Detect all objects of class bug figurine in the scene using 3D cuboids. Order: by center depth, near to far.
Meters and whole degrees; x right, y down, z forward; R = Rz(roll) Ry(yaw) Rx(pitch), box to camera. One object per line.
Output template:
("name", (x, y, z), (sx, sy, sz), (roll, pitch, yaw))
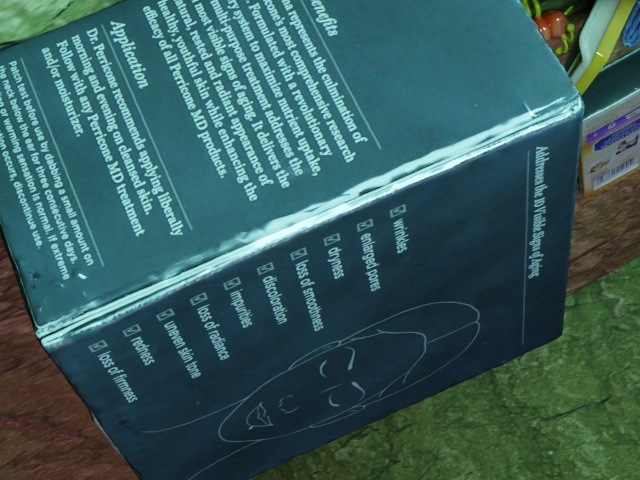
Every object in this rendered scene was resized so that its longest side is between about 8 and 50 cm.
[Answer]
("bug figurine", (0.212, -0.200, 1.778), (0.216, 0.072, 0.279), (-25, 163, -9))

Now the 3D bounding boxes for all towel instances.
("towel", (0.394, -0.292, 1.748), (0.119, 0.029, 0.067), (-70, -176, -50))

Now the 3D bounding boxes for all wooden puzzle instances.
("wooden puzzle", (0.330, -0.241, 1.696), (0.221, 0.044, 0.238), (-61, 174, -25))

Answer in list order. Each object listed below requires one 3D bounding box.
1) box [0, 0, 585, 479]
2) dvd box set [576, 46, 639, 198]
("box", (-0.028, -0.019, 1.358), (0.472, 0.297, 0.480), (-22, 152, -5))
("dvd box set", (0.532, -0.216, 2.232), (0.308, 0.062, 0.420), (-29, 162, 4))
